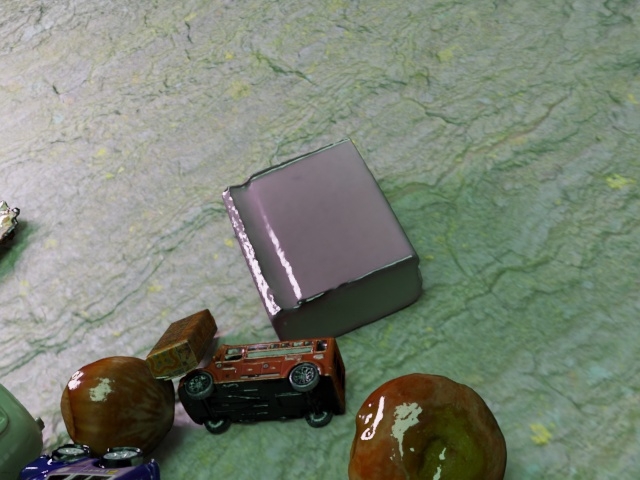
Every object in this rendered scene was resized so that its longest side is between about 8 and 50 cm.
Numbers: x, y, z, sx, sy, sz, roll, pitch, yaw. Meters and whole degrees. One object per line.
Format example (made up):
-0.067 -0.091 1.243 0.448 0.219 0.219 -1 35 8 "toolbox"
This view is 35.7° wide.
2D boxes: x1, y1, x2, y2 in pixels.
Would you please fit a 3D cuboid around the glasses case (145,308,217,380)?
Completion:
-0.221 0.169 1.622 0.075 0.049 0.218 -23 8 6 "glasses case"

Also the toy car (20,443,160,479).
-0.344 0.388 1.403 0.235 0.158 0.172 0 90 25 "toy car"

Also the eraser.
0.000 0.000 1.745 0.272 0.122 0.359 -22 44 -5 "eraser"

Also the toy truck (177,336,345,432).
-0.090 0.223 1.559 0.252 0.107 0.114 -6 44 13 "toy truck"

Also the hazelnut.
-0.317 0.261 1.555 0.182 0.182 0.182 -11 44 10 "hazelnut"

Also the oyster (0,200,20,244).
-0.743 0.008 2.045 0.198 0.092 0.260 11 42 30 "oyster"

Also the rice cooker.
-0.576 0.325 1.551 0.226 0.226 0.244 22 56 36 "rice cooker"

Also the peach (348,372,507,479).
0.138 0.303 1.328 0.214 0.214 0.235 2 54 23 "peach"
